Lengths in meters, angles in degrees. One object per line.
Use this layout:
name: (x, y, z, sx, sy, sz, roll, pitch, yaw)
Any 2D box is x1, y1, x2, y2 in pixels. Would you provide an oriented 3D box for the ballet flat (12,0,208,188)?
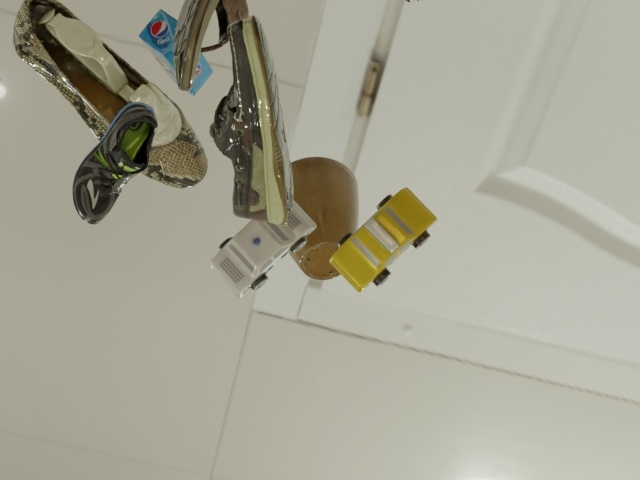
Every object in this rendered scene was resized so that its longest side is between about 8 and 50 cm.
ballet flat: (-0.408, -0.296, 1.511, 0.483, 0.182, 0.164, 43, -117, -2)

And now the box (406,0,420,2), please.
box: (0.047, -0.587, 0.735, 0.479, 0.472, 0.297, 36, -125, 3)

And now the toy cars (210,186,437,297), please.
toy cars: (0.000, 0.000, 1.299, 0.393, 0.177, 0.087, -3, 172, 7)

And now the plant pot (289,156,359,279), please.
plant pot: (-0.002, -0.033, 1.862, 0.237, 0.237, 0.254, 6, -141, -16)

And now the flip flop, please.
flip flop: (-0.127, -0.325, 1.034, 0.080, 0.277, 0.112, 19, -166, -25)

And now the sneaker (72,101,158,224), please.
sneaker: (-0.288, -0.107, 1.086, 0.067, 0.188, 0.078, 29, -173, -33)

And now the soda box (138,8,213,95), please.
soda box: (-0.287, -0.374, 1.562, 0.067, 0.071, 0.210, 36, 174, 14)

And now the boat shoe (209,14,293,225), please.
boat shoe: (-0.073, -0.107, 0.759, 0.073, 0.224, 0.080, -4, -141, 4)
